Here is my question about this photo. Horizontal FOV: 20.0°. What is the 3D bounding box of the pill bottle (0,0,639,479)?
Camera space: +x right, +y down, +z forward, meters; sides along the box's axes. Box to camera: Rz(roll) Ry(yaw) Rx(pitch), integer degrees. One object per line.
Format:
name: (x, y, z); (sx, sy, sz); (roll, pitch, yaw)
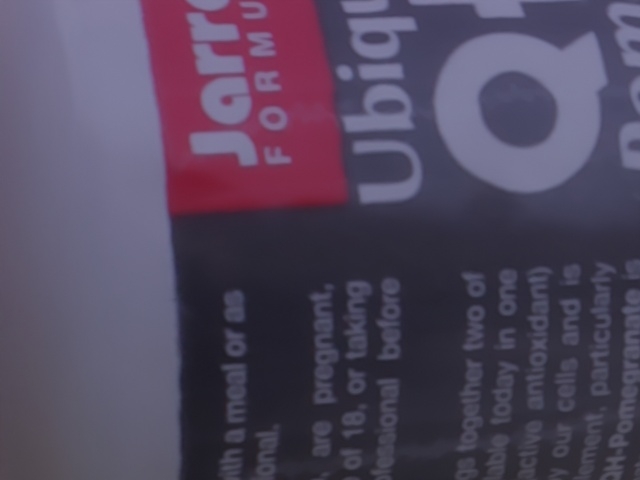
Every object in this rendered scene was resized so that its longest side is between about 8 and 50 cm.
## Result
pill bottle: (0.000, 0.000, 0.443); (0.318, 0.176, 0.176); (-4, -14, -16)
